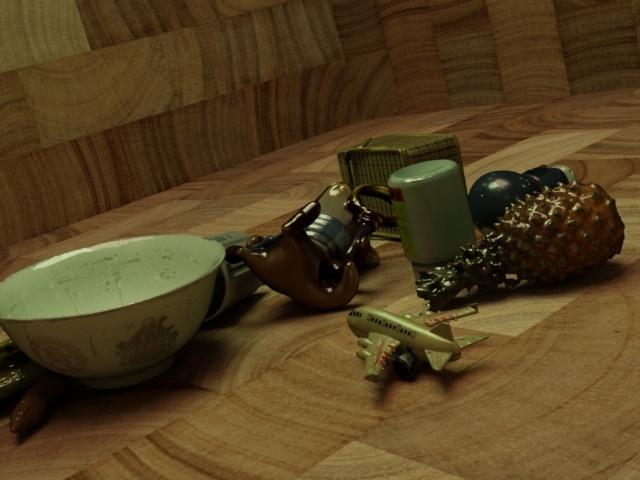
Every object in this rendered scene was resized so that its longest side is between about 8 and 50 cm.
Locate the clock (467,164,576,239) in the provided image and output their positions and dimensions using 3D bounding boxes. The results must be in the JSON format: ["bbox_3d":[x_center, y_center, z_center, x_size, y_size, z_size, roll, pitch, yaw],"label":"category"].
[{"bbox_3d":[0.417,-0.083,1.809,0.243,0.146,0.200,-15,16,-34],"label":"clock"}]

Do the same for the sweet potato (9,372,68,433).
[{"bbox_3d":[-0.495,0.284,1.495,0.065,0.051,0.218,-27,11,14],"label":"sweet potato"}]

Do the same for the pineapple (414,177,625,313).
[{"bbox_3d":[0.330,0.021,1.473,0.361,0.175,0.175,-24,13,3],"label":"pineapple"}]

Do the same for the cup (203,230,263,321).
[{"bbox_3d":[-0.237,0.048,1.814,0.167,0.221,0.202,-46,-10,25],"label":"cup"}]

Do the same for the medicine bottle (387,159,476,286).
[{"bbox_3d":[0.215,-0.029,1.611,0.139,0.225,0.139,-15,14,4],"label":"medicine bottle"}]

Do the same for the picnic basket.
[{"bbox_3d":[0.183,-0.129,2.058,0.175,0.227,0.313,-19,15,-26],"label":"picnic basket"}]

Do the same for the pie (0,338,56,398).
[{"bbox_3d":[-0.617,0.254,1.658,0.323,0.070,0.323,-19,9,3],"label":"pie"}]

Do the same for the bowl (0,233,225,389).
[{"bbox_3d":[-0.373,0.146,1.571,0.435,0.195,0.435,-8,17,2],"label":"bowl"}]

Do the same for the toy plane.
[{"bbox_3d":[0.125,0.148,1.289,0.229,0.092,0.244,-27,17,-34],"label":"toy plane"}]

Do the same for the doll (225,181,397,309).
[{"bbox_3d":[0.000,-0.004,1.742,0.318,0.209,0.340,8,19,22],"label":"doll"}]
